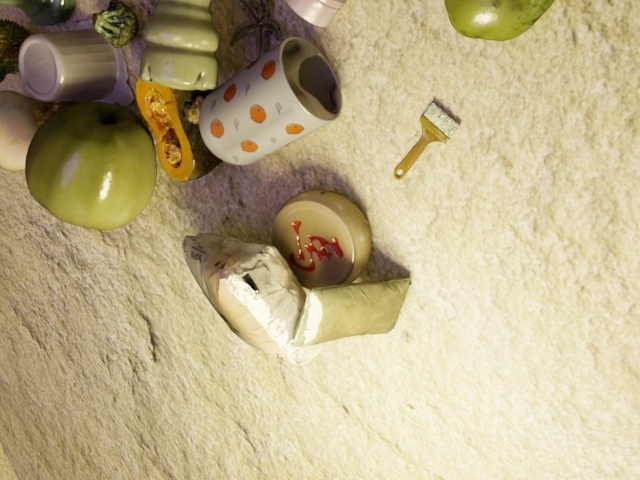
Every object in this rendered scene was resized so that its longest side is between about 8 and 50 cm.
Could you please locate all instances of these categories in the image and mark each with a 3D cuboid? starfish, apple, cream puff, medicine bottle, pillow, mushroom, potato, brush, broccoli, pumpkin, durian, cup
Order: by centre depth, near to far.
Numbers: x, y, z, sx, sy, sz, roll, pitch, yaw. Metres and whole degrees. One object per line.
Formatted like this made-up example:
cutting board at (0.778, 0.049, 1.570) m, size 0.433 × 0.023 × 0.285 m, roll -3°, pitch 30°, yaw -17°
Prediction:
potato at (0.359, -0.509, 1.218) m, size 0.216 × 0.216 × 0.304 m, roll 47°, pitch 114°, yaw 8°
medicine bottle at (0.035, -0.602, 1.422) m, size 0.133 × 0.133 × 0.249 m, roll 48°, pitch 124°, yaw 7°
brush at (0.232, -0.216, 1.520) m, size 0.083 × 0.011 × 0.205 m, roll 43°, pitch 124°, yaw 10°
cup at (-0.136, -0.318, 1.578) m, size 0.317 × 0.212 × 0.212 m, roll -22°, pitch 95°, yaw 35°
pillow at (0.081, 0.175, 1.602) m, size 0.075 × 0.303 × 0.184 m, roll 52°, pitch 136°, yaw 44°
starfish at (-0.167, -0.525, 1.616) m, size 0.176 × 0.053 × 0.208 m, roll -17°, pitch 95°, yaw 35°
pumpkin at (-0.354, -0.322, 1.742) m, size 0.222 × 0.139 × 0.317 m, roll -12°, pitch 98°, yaw 41°
broccoli at (-0.555, -0.589, 1.783) m, size 0.130 × 0.120 × 0.131 m, roll -48°, pitch 56°, yaw 41°
apple at (-0.629, -0.213, 1.833) m, size 0.357 × 0.357 × 0.357 m, roll 11°, pitch 113°, yaw 27°
durian at (-0.955, -0.570, 1.976) m, size 0.237 × 0.200 × 0.176 m, roll 0°, pitch 119°, yaw 37°
cream puff at (-0.790, -0.361, 1.989) m, size 0.121 × 0.156 × 0.156 m, roll 27°, pitch 119°, yaw 22°
mushroom at (-0.968, -0.357, 2.062) m, size 0.260 × 0.254 × 0.234 m, roll -59°, pitch 38°, yaw 28°

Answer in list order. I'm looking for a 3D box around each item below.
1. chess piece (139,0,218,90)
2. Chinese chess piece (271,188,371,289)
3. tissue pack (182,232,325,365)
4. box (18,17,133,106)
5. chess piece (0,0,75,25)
chess piece at (-0.314, -0.579, 1.529) m, size 0.234 × 0.234 × 0.441 m, roll 10°, pitch 100°, yaw 28°
Chinese chess piece at (0.000, 0.000, 1.680) m, size 0.273 × 0.102 × 0.273 m, roll 11°, pitch 113°, yaw 27°
tissue pack at (-0.180, 0.144, 1.715) m, size 0.390 × 0.195 × 0.376 m, roll 56°, pitch 158°, yaw -22°
box at (-0.702, -0.472, 1.859) m, size 0.291 × 0.206 × 0.262 m, roll 49°, pitch 125°, yaw 10°
chess piece at (-0.855, -0.689, 1.813) m, size 0.195 × 0.299 × 0.194 m, roll 11°, pitch 113°, yaw 27°
